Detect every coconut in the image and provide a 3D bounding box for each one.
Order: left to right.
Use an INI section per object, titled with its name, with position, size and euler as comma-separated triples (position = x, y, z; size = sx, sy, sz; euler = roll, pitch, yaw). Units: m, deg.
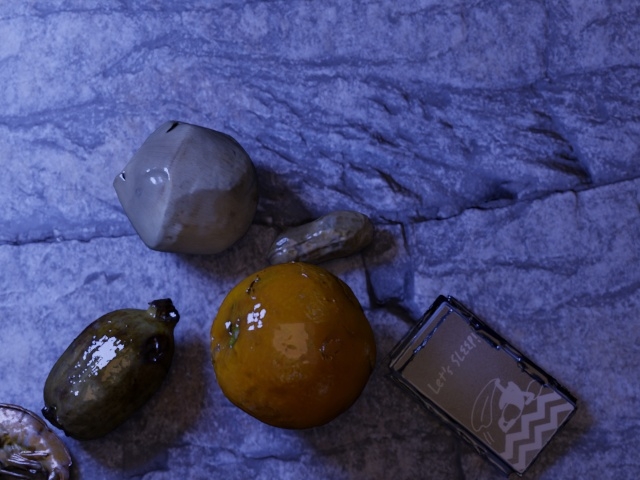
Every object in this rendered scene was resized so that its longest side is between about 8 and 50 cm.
[coconut]
position = -0.209, -0.081, 1.976
size = 0.224, 0.224, 0.224
euler = -1, 75, 3

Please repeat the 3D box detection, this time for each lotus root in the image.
[lotus root]
position = -0.310, 0.188, 1.942
size = 0.145, 0.128, 0.260
euler = 40, 79, 22

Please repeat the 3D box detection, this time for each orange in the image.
[orange]
position = -0.038, 0.154, 1.879
size = 0.246, 0.246, 0.246
euler = -1, 75, 3

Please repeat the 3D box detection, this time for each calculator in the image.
[calculator]
position = 0.240, 0.220, 1.954
size = 0.274, 0.028, 0.165
euler = 40, 83, 14

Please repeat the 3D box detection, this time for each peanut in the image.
[peanut]
position = 0.000, 0.000, 1.999
size = 0.175, 0.080, 0.080
euler = -19, 75, -3

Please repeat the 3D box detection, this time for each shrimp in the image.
[shrimp]
position = -0.461, 0.386, 1.932
size = 0.178, 0.075, 0.289
euler = -6, 62, -1
